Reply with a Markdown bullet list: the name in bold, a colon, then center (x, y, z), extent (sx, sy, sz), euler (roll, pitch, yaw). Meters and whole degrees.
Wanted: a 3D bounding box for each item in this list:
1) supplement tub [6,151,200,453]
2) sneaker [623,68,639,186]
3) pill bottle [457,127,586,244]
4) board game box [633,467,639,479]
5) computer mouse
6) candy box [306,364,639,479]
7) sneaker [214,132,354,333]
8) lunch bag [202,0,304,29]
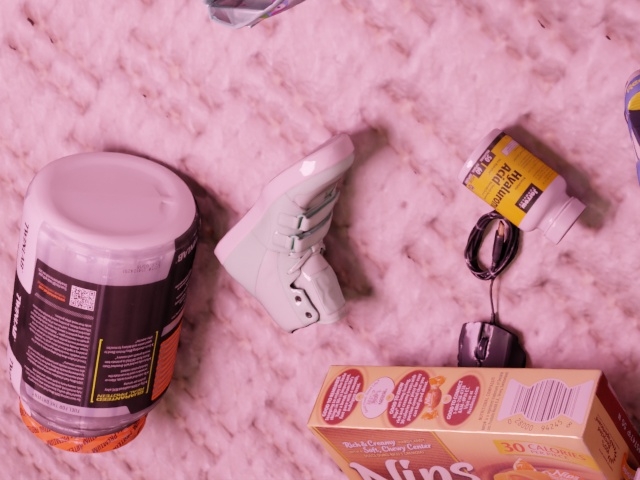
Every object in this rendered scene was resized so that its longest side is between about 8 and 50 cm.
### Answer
- **supplement tub**: center (-0.249, 0.075, 1.880), extent (0.193, 0.193, 0.316), euler (27, 127, 18)
- **sneaker**: center (0.306, -0.093, 1.520), extent (0.053, 0.059, 0.144), euler (-13, 129, 5)
- **pill bottle**: center (0.194, -0.049, 1.605), extent (0.116, 0.065, 0.065), euler (38, 130, 8)
- **board game box**: center (0.437, 0.322, 1.583), extent (0.305, 0.053, 0.193), euler (14, 145, 16)
- **computer mouse**: center (0.171, 0.079, 1.709), extent (0.071, 0.041, 0.242), euler (14, 122, 27)
- **candy box**: center (0.166, 0.214, 1.720), extent (0.316, 0.087, 0.183), euler (-1, 139, 34)
- **sneaker**: center (0.000, 0.000, 1.738), extent (0.151, 0.094, 0.256), euler (50, 141, 6)
- **lunch bag**: center (0.013, -0.313, 1.467), extent (0.160, 0.223, 0.262), euler (43, 133, 12)
